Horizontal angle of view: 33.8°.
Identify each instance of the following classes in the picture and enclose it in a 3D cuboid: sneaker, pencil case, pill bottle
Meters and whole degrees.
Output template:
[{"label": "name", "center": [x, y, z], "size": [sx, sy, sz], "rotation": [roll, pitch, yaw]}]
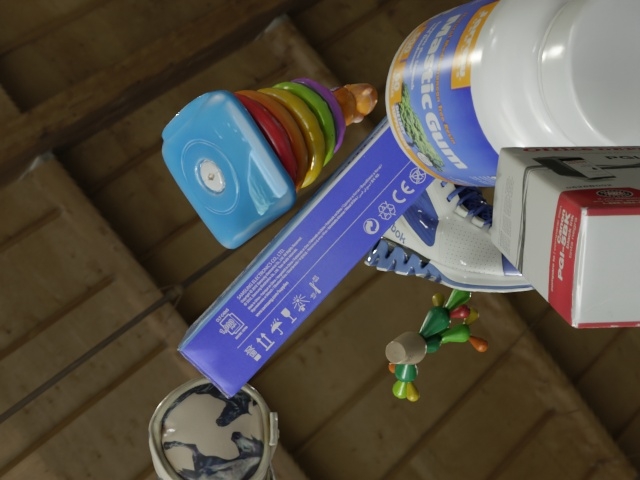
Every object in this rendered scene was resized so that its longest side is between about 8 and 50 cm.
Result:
[{"label": "sneaker", "center": [0.192, -0.033, 1.450], "size": [0.127, 0.315, 0.182], "rotation": [-4, -80, -46]}, {"label": "pencil case", "center": [-0.140, 0.318, 1.496], "size": [0.183, 0.410, 0.160], "rotation": [-10, -113, -8]}, {"label": "pill bottle", "center": [0.162, -0.115, 0.782], "size": [0.152, 0.272, 0.152], "rotation": [-1, -87, -16]}]

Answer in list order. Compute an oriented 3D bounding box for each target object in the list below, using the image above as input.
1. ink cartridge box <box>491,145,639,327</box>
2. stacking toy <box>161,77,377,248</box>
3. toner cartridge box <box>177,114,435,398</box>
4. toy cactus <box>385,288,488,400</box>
[{"label": "ink cartridge box", "center": [0.147, -0.007, 0.508], "size": [0.099, 0.135, 0.056], "rotation": [-1, -74, -6]}, {"label": "stacking toy", "center": [-0.030, -0.136, 1.292], "size": [0.302, 0.175, 0.166], "rotation": [-33, -90, -39]}, {"label": "toner cartridge box", "center": [0.000, 0.000, 1.092], "size": [0.075, 0.165, 0.348], "rotation": [43, -91, -5]}, {"label": "toy cactus", "center": [0.161, 0.170, 1.627], "size": [0.112, 0.219, 0.180], "rotation": [49, -154, 20]}]
